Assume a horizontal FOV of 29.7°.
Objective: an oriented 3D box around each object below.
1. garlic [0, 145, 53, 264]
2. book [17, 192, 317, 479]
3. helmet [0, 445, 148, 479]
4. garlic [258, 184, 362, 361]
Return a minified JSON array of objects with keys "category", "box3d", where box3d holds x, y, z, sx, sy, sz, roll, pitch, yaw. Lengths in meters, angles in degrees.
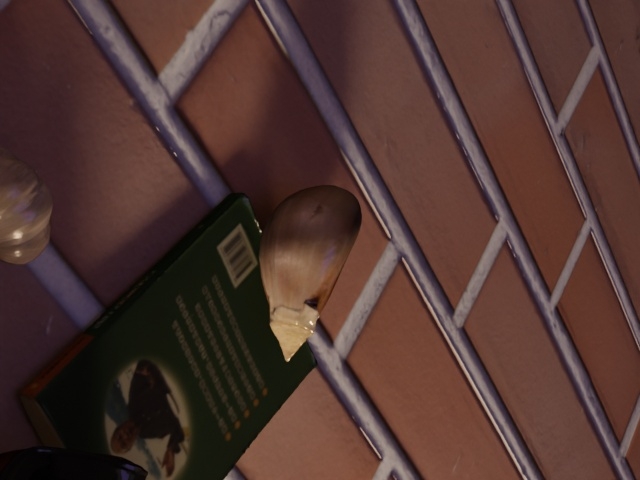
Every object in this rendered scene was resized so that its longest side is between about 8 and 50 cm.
[{"category":"garlic","box3d":[-0.286,-0.035,1.101,0.094,0.074,0.113,-42,110,-31]},{"category":"book","box3d":[-0.148,0.152,1.329,0.371,0.043,0.260,-47,126,-41]},{"category":"helmet","box3d":[-0.251,0.283,1.074,0.216,0.193,0.189,47,42,-52]},{"category":"garlic","box3d":[0.003,-0.004,1.445,0.128,0.148,0.266,41,40,0]}]
